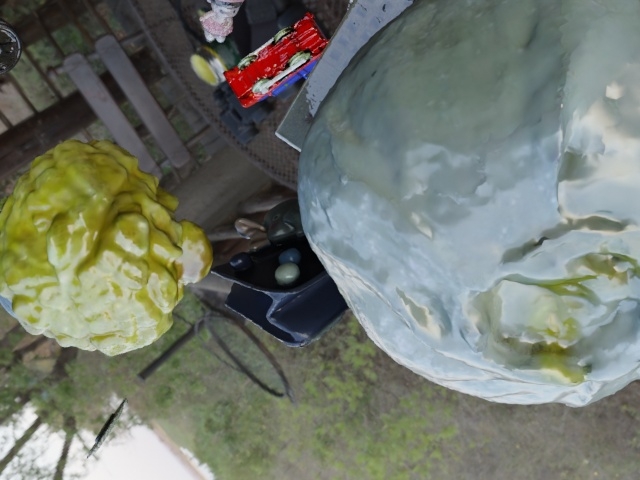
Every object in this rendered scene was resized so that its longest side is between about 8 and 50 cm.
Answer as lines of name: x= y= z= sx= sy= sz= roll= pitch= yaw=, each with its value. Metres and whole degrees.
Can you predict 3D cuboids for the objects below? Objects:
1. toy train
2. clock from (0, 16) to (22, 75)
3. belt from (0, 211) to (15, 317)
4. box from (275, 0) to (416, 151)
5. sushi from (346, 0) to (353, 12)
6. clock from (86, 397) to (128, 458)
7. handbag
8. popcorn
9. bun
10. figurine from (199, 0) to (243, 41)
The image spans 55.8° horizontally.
toy train: x=-0.075 y=-0.343 z=1.172 sx=0.082 sy=0.204 sz=0.131 roll=58 pitch=-167 yaw=1
clock: x=-0.668 y=-0.220 z=0.966 sx=0.120 sy=0.378 sz=0.276 roll=34 pitch=-170 yaw=18
belt: x=-0.528 y=0.019 z=1.142 sx=0.206 sy=0.116 sz=0.267 roll=75 pitch=-174 yaw=-53
box: x=0.095 y=-0.210 z=0.746 sx=0.180 sy=0.047 sz=0.324 roll=35 pitch=123 yaw=-2
sushi: x=0.122 y=-0.332 z=1.009 sx=0.192 sy=0.050 sz=0.215 roll=27 pitch=172 yaw=-1
clock: x=-0.250 y=0.220 z=0.707 sx=0.010 sy=0.074 sz=0.083 roll=35 pitch=177 yaw=-9
handbag: x=0.000 y=0.000 z=0.948 sx=0.269 sy=0.326 sz=0.118 roll=16 pitch=134 yaw=53
popcorn: x=-0.248 y=-0.002 z=0.713 sx=0.237 sy=0.251 sz=0.206 roll=37 pitch=119 yaw=-14
bun: x=0.162 y=-0.019 z=0.442 sx=0.362 sy=0.211 sz=0.361 roll=3 pitch=119 yaw=5
figurine: x=-0.177 y=-0.401 z=1.044 sx=0.129 sy=0.072 sz=0.054 roll=137 pitch=130 yaw=-58
